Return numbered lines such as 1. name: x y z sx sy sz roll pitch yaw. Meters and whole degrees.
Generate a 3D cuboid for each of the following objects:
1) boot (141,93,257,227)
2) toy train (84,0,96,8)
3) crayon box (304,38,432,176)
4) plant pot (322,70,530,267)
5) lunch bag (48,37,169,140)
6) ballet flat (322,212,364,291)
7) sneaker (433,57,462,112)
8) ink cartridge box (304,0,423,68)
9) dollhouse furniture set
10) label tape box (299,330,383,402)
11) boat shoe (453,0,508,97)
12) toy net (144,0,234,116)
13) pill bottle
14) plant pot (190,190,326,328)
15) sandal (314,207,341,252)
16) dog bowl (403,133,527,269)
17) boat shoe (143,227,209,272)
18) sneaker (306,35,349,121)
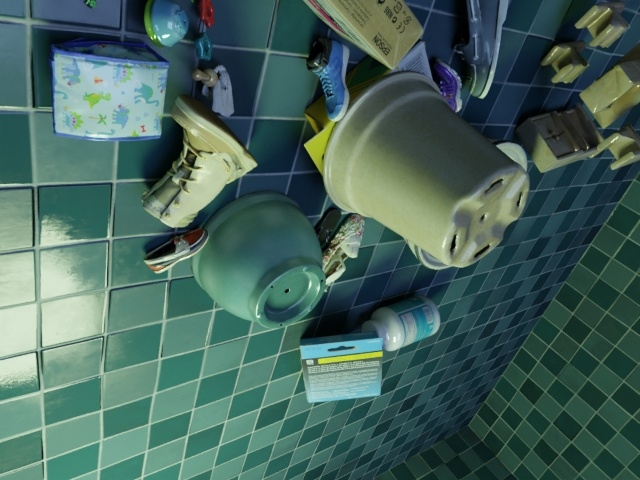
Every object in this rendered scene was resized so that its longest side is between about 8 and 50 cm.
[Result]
1. boot: -0.230 -0.122 0.847 0.203 0.095 0.262 -41 169 1
2. toy train: -0.300 -0.356 0.670 0.023 0.017 0.083 26 106 -40
3. crayon box: 0.101 -0.263 1.061 0.318 0.081 0.202 -41 143 -5
4. plant pot: 0.225 -0.120 0.991 0.333 0.305 0.334 -25 139 -24
5. lunch bag: -0.313 -0.218 0.722 0.151 0.096 0.129 -19 137 -43
6. ballet flat: 0.052 0.040 1.302 0.091 0.077 0.241 23 107 -50
7. sneaker: 0.290 -0.350 1.164 0.071 0.068 0.170 -35 142 -1
8. ink cartridge box: 0.031 -0.399 0.781 0.088 0.193 0.234 -51 141 13
9. dollhouse furniture set: 0.788 -0.378 1.366 0.256 0.362 0.394 -19 164 -27
10. label tape box: 0.063 0.360 1.508 0.240 0.106 0.334 -6 135 -2
11. boat shoe: 0.354 -0.464 1.118 0.098 0.116 0.320 3 146 10
12. toy net: -0.193 -0.298 0.790 0.232 0.045 0.122 68 31 -59
13. pill bottle: 0.266 0.282 1.660 0.263 0.146 0.146 -11 132 -34
14. plant pot: -0.110 0.067 1.085 0.292 0.196 0.293 -23 138 -23
15. sandal: 0.000 0.000 1.246 0.067 0.040 0.179 13 116 -47
16. dog bowl: 0.377 -0.122 1.385 0.407 0.150 0.408 -24 137 -24
17. boat shoe: -0.290 0.014 0.998 0.137 0.049 0.043 -33 139 -6
18. sneaker: 0.009 -0.304 0.923 0.084 0.058 0.152 6 88 -40
